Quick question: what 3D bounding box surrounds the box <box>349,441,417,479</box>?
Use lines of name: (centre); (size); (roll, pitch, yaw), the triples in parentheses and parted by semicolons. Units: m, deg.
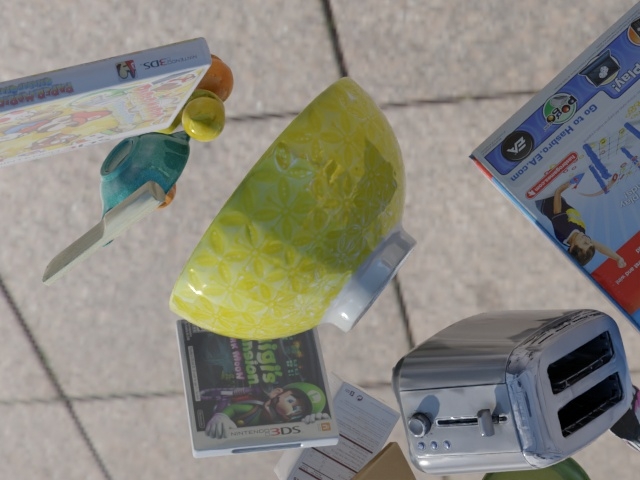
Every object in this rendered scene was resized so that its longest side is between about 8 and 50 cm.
box: (0.073, 0.400, 2.035); (0.021, 0.201, 0.164); (-5, 116, 50)

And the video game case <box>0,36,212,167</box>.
video game case: (-0.199, -0.094, 1.122); (0.206, 0.026, 0.227); (-15, 176, -15)

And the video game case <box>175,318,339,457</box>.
video game case: (-0.078, 0.168, 1.783); (0.173, 0.190, 0.022); (-4, 141, -11)

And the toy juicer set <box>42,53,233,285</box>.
toy juicer set: (-0.185, -0.084, 1.747); (0.209, 0.329, 0.089); (-21, 127, 41)

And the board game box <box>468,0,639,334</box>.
board game box: (0.354, -0.076, 1.408); (0.308, 0.302, 0.086); (-42, 146, 4)

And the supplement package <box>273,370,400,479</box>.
supplement package: (0.023, 0.303, 2.220); (0.105, 0.179, 0.105); (31, 179, -12)

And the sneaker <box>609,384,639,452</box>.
sneaker: (0.422, 0.249, 2.053); (0.178, 0.072, 0.077); (47, 169, -18)

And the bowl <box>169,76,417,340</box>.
bowl: (0.000, 0.000, 1.460); (0.156, 0.289, 0.289); (38, 137, 4)

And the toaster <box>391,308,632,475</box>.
toaster: (0.184, 0.134, 1.363); (0.146, 0.227, 0.129); (-6, 99, 42)

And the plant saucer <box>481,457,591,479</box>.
plant saucer: (0.334, 0.444, 2.337); (0.241, 0.241, 0.037); (22, 164, -19)
